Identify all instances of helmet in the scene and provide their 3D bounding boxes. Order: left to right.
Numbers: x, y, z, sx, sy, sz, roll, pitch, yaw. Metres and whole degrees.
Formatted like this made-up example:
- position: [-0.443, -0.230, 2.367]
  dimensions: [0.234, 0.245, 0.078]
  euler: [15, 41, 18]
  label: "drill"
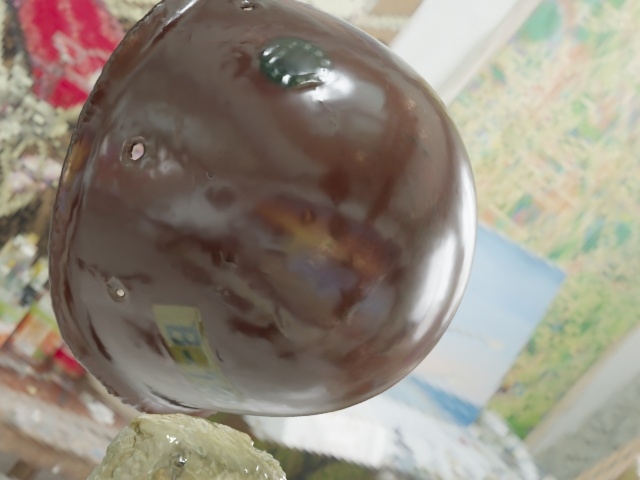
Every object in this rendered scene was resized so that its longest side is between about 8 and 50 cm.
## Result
- position: [0.000, 0.000, 1.119]
  dimensions: [0.230, 0.337, 0.385]
  euler: [16, -36, 31]
  label: "helmet"

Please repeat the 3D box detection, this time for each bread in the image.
- position: [-0.050, 0.091, 0.439]
  dimensions: [0.035, 0.083, 0.070]
  euler: [40, 8, 39]
  label: "bread"
